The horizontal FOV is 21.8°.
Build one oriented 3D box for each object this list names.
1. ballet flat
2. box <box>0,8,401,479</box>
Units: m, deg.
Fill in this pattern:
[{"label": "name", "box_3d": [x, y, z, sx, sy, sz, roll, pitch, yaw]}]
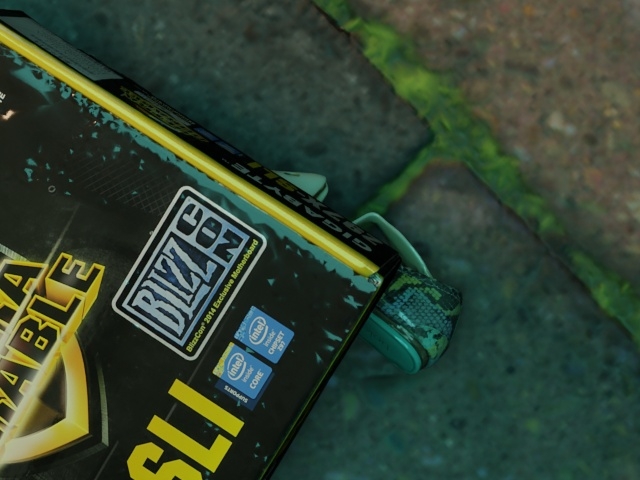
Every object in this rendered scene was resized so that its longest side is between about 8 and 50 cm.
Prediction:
[{"label": "ballet flat", "box_3d": [0.000, 0.000, 0.946, 0.188, 0.070, 0.070, 37, 92, 4]}, {"label": "box", "box_3d": [-0.145, 0.076, 0.912, 0.257, 0.079, 0.322, 33, 104, 4]}]
